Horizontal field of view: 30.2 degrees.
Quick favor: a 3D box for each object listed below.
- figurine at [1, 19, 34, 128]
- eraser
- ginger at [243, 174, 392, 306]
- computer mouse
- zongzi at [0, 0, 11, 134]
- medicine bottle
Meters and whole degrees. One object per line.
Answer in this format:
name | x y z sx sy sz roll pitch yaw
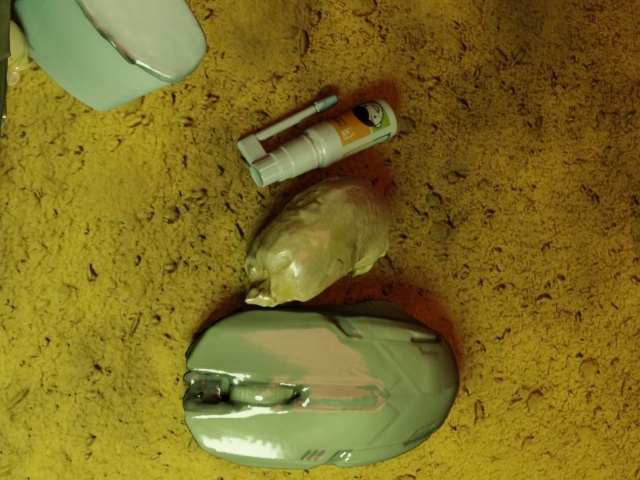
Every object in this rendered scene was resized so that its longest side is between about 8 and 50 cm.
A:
figurine | -0.418 -0.182 1.419 0.114 0.108 0.196 11 93 9
eraser | -0.259 -0.248 1.388 0.189 0.290 0.104 44 72 -19
ginger | 0.000 0.000 1.605 0.267 0.138 0.152 -23 106 -29
computer mouse | 0.025 0.197 1.615 0.429 0.145 0.228 2 92 -26
zongzi | -0.445 -0.124 1.171 0.181 0.447 0.418 19 107 5
medicine bottle | -0.004 -0.145 1.648 0.221 0.061 0.092 -27 77 -23
